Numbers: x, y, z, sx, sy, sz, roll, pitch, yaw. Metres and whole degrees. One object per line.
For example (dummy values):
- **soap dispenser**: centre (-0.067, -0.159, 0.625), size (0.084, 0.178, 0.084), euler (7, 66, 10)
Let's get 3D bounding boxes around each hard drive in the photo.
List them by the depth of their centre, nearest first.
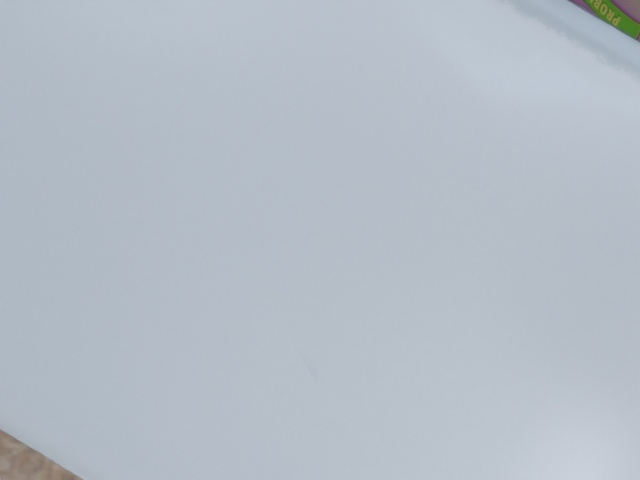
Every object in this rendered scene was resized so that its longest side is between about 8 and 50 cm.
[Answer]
- **hard drive**: centre (0.000, 0.000, 0.466), size (0.203, 0.307, 0.040), euler (-60, 178, 5)

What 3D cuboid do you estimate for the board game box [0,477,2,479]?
- **board game box**: centre (-0.299, 0.204, 0.748), size (0.050, 0.390, 0.390), euler (17, 110, -54)

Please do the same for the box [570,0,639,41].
- **box**: centre (0.236, -0.140, 0.714), size (0.117, 0.213, 0.243), euler (-10, 131, -28)
